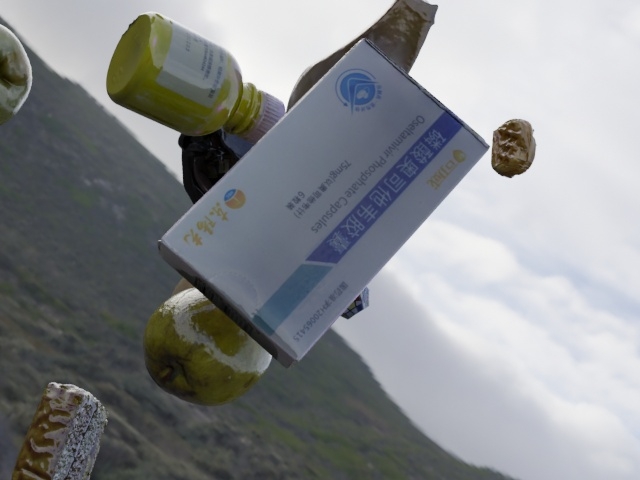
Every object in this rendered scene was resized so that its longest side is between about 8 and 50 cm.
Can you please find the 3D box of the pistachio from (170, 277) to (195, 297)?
[{"bbox_3d":[-0.170,0.138,1.719,0.193,0.214,0.318,60,-24,5],"label":"pistachio"}]

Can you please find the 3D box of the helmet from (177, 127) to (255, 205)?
[{"bbox_3d":[-0.169,-0.152,1.963,0.198,0.154,0.253,21,-30,29],"label":"helmet"}]

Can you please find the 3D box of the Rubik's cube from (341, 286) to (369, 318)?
[{"bbox_3d":[0.067,0.138,2.444,0.111,0.111,0.093,34,-40,24],"label":"Rubik's cube"}]

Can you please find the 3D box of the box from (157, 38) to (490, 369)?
[{"bbox_3d":[0.008,-0.047,1.129,0.200,0.343,0.065,41,-19,5],"label":"box"}]

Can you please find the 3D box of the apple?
[{"bbox_3d":[-0.582,-0.273,1.667,0.200,0.200,0.200,38,-12,9],"label":"apple"}]

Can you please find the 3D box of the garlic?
[{"bbox_3d":[0.047,-0.229,1.430,0.112,0.318,0.143,30,29,-34],"label":"garlic"}]

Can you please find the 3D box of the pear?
[{"bbox_3d":[-0.134,0.126,1.196,0.149,0.148,0.162,36,24,17],"label":"pear"}]

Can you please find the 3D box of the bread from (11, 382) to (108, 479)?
[{"bbox_3d":[-0.491,0.389,1.904,0.096,0.222,0.181,13,-18,13],"label":"bread"}]

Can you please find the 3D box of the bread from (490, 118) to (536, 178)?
[{"bbox_3d":[0.335,-0.161,1.738,0.044,0.110,0.083,27,-36,-33],"label":"bread"}]

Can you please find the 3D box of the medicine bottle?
[{"bbox_3d":[-0.147,-0.187,1.253,0.213,0.121,0.122,23,-1,-33],"label":"medicine bottle"}]
